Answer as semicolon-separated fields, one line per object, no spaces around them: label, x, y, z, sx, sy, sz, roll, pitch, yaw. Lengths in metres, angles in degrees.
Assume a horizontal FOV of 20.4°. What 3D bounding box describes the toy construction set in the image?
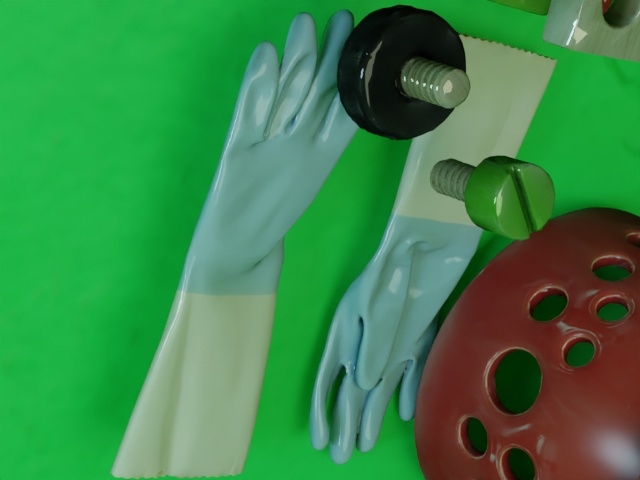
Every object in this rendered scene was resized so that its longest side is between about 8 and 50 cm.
toy construction set;0.125;-0.171;0.677;0.257;0.237;0.309;39;82;-35

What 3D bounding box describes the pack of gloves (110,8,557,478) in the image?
pack of gloves;0.000;0.000;0.852;0.195;0.046;0.232;6;110;-47

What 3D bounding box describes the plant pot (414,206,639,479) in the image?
plant pot;0.172;0.099;0.906;0.191;0.174;0.191;-19;122;-33
